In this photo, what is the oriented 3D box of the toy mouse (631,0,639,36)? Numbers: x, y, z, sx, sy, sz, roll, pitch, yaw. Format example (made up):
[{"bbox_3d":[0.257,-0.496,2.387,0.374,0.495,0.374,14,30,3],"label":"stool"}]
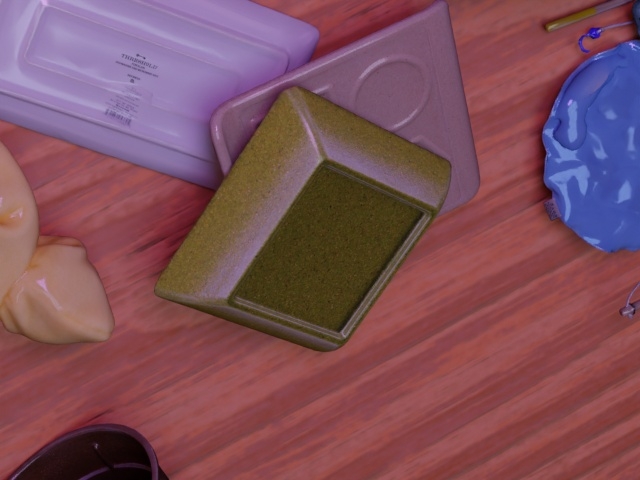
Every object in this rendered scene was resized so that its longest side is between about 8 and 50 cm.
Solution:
[{"bbox_3d":[0.308,-0.190,1.314,0.161,0.031,0.143,-16,106,-20],"label":"toy mouse"}]

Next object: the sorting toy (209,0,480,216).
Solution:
[{"bbox_3d":[0.022,-0.068,1.246,0.208,0.038,0.193,-29,134,-14],"label":"sorting toy"}]

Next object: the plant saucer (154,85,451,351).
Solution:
[{"bbox_3d":[0.000,0.000,1.221,0.188,0.045,0.188,22,107,-43],"label":"plant saucer"}]

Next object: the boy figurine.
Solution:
[{"bbox_3d":[-0.266,-0.006,1.143,0.285,0.092,0.177,22,100,-28],"label":"boy figurine"}]

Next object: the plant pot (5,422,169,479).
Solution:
[{"bbox_3d":[-0.151,0.255,1.257,0.167,0.167,0.165,-40,126,-3],"label":"plant pot"}]

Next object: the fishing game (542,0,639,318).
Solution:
[{"bbox_3d":[0.263,-0.076,1.357,0.189,0.041,0.264,-26,108,-13],"label":"fishing game"}]

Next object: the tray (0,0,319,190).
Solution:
[{"bbox_3d":[-0.137,-0.128,1.182,0.270,0.030,0.145,18,103,-26],"label":"tray"}]
